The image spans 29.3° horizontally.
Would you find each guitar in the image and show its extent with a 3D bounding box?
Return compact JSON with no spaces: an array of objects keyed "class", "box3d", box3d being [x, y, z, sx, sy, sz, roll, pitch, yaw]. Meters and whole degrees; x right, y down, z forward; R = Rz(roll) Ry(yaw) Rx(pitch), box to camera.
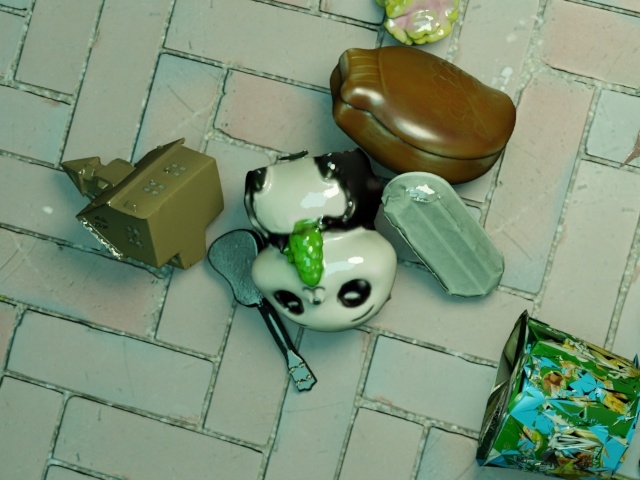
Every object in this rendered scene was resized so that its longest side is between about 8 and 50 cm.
[{"class":"guitar","box3d":[-0.081,0.109,1.859,0.084,0.038,0.271,-29,84,8]}]

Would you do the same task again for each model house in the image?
[{"class":"model house","box3d":[-0.293,-0.062,1.850,0.248,0.176,0.181,23,48,26]}]

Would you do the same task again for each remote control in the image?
[{"class":"remote control","box3d":[0.177,-0.003,1.746,0.104,0.052,0.247,-23,128,28]}]

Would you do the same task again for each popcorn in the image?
[{"class":"popcorn","box3d":[0.144,-0.359,1.801,0.126,0.126,0.145,-16,92,1]}]

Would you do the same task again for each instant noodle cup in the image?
[{"class":"instant noodle cup","box3d":[0.335,0.232,1.709,0.178,0.240,0.240,19,91,3]}]

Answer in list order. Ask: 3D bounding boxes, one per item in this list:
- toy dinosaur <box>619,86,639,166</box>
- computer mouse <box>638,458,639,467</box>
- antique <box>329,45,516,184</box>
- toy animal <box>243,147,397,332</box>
[{"class":"toy dinosaur","box3d":[0.510,-0.193,1.786,0.108,0.032,0.220,45,104,4]},{"class":"computer mouse","box3d":[0.554,0.332,1.746,0.192,0.062,0.106,16,90,7]},{"class":"antique","box3d":[0.143,-0.179,1.757,0.278,0.129,0.223,10,45,-20]},{"class":"toy animal","box3d":[-0.002,0.001,1.762,0.212,0.212,0.266,-11,86,8]}]
